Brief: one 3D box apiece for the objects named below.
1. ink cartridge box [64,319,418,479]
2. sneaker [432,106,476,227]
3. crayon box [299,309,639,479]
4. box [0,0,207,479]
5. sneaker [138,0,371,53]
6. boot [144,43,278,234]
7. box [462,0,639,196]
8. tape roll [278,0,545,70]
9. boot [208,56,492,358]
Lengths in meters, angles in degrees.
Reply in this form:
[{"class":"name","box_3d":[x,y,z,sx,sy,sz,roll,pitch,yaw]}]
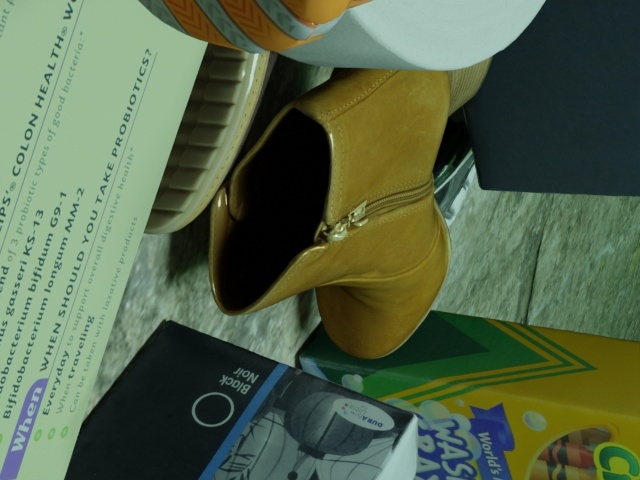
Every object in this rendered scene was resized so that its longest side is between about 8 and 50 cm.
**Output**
[{"class":"ink cartridge box","box_3d":[-0.093,0.194,0.788,0.332,0.165,0.065,-56,156,-36]},{"class":"sneaker","box_3d":[0.098,-0.111,1.113,0.234,0.078,0.106,-64,161,-10]},{"class":"crayon box","box_3d":[0.158,0.161,1.109,0.083,0.323,0.203,-52,138,-43]},{"class":"box","box_3d":[-0.157,-0.024,0.490,0.243,0.117,0.213,8,101,-70]},{"class":"sneaker","box_3d":[-0.045,-0.225,0.437,0.180,0.125,0.321,-46,117,-37]},{"class":"boot","box_3d":[-0.019,-0.126,0.782,0.207,0.090,0.248,-6,111,-65]},{"class":"box","box_3d":[0.251,-0.248,1.076,0.395,0.212,0.293,-48,132,-46]},{"class":"tape roll","box_3d":[0.036,-0.268,0.682,0.392,0.072,0.392,-19,112,-59]},{"class":"boot","box_3d":[0.001,0.000,0.941,0.211,0.104,0.295,-38,153,-45]}]
